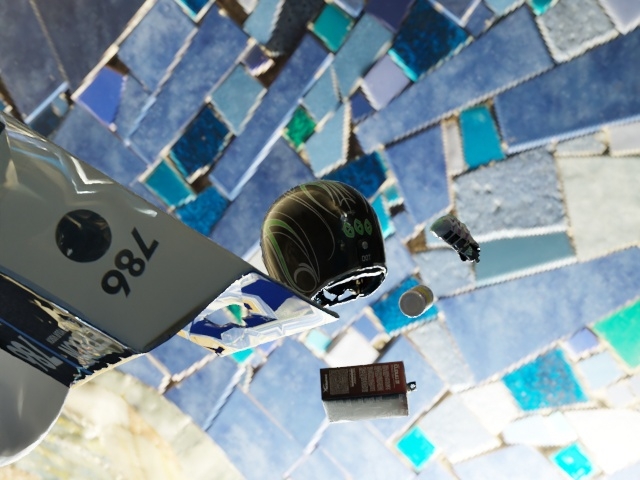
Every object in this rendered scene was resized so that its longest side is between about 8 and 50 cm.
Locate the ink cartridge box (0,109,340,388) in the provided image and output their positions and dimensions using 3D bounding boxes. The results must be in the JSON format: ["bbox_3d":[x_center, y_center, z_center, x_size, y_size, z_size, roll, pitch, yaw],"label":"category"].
[{"bbox_3d":[-0.168,-0.012,0.403,0.165,0.332,0.065,-30,-149,62],"label":"ink cartridge box"}]

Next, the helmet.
[{"bbox_3d":[0.000,0.000,1.170,0.169,0.161,0.169,-22,158,-9],"label":"helmet"}]

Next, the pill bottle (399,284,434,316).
[{"bbox_3d":[0.158,0.096,1.447,0.043,0.043,0.083,-52,168,18],"label":"pill bottle"}]

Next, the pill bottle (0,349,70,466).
[{"bbox_3d":[-0.328,0.066,0.579,0.301,0.169,0.169,-5,175,16],"label":"pill bottle"}]

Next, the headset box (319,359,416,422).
[{"bbox_3d":[0.044,0.135,0.797,0.083,0.032,0.062,-7,149,5],"label":"headset box"}]

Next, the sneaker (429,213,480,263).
[{"bbox_3d":[0.187,0.003,1.190,0.038,0.069,0.098,-45,151,22],"label":"sneaker"}]
